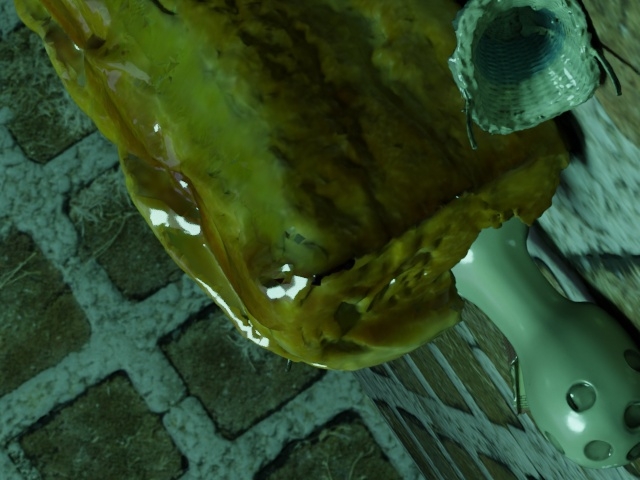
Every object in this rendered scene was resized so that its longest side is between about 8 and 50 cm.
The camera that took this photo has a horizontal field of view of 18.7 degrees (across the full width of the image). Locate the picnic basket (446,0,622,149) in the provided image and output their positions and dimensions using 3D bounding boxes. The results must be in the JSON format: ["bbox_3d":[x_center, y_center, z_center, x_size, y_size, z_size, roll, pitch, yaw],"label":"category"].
[{"bbox_3d":[0.085,-0.073,0.817,0.083,0.065,0.083,68,-177,-45],"label":"picnic basket"}]

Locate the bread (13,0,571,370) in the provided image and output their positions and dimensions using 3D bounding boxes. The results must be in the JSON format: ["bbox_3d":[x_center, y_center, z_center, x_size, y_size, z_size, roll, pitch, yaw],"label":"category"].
[{"bbox_3d":[-0.028,-0.092,1.013,0.344,0.195,0.149,55,169,25],"label":"bread"}]

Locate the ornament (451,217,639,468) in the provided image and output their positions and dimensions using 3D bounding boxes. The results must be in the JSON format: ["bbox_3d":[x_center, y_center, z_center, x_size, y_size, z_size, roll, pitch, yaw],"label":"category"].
[{"bbox_3d":[0.137,0.059,1.099,0.156,0.081,0.075,53,137,30],"label":"ornament"}]

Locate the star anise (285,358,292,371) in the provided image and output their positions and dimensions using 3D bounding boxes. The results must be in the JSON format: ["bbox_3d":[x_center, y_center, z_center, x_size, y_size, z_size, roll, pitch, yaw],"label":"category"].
[{"bbox_3d":[0.004,0.007,1.547,0.140,0.144,0.158,62,177,12],"label":"star anise"}]

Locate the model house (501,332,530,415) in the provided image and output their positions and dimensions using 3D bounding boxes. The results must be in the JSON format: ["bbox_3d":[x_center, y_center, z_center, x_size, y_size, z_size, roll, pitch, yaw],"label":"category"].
[{"bbox_3d":[0.147,0.079,1.246,0.083,0.057,0.058,-84,-10,-70],"label":"model house"}]
